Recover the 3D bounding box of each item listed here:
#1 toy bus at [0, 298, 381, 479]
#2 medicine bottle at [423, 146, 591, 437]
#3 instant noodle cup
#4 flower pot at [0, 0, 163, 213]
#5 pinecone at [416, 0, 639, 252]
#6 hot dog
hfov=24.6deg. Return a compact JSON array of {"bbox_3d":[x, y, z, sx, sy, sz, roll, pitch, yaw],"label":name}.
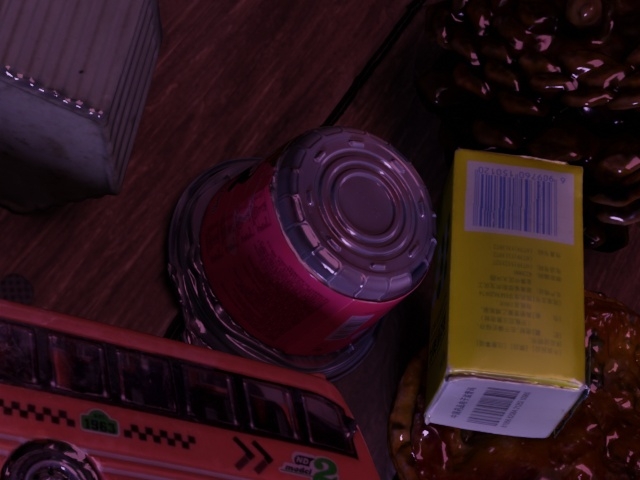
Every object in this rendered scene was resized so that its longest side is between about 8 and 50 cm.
[{"bbox_3d":[-0.160,0.197,1.212,0.427,0.203,0.233,17,48,-32],"label":"toy bus"},{"bbox_3d":[0.179,0.051,1.412,0.141,0.137,0.250,9,62,-5],"label":"medicine bottle"},{"bbox_3d":[0.000,0.000,1.460,0.258,0.181,0.302,34,52,-16],"label":"instant noodle cup"},{"bbox_3d":[-0.270,-0.160,1.345,0.209,0.239,0.189,49,43,-46],"label":"flower pot"},{"bbox_3d":[0.315,-0.177,1.669,0.398,0.398,0.397,15,59,-27],"label":"pinecone"},{"bbox_3d":[0.250,0.191,1.532,0.387,0.174,0.267,-3,60,-35],"label":"hot dog"}]
